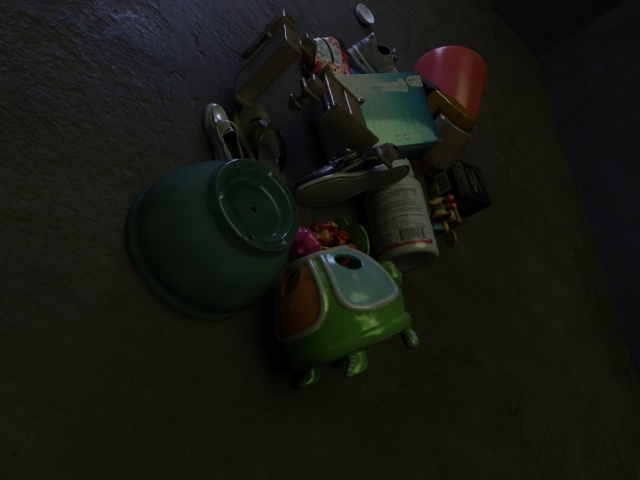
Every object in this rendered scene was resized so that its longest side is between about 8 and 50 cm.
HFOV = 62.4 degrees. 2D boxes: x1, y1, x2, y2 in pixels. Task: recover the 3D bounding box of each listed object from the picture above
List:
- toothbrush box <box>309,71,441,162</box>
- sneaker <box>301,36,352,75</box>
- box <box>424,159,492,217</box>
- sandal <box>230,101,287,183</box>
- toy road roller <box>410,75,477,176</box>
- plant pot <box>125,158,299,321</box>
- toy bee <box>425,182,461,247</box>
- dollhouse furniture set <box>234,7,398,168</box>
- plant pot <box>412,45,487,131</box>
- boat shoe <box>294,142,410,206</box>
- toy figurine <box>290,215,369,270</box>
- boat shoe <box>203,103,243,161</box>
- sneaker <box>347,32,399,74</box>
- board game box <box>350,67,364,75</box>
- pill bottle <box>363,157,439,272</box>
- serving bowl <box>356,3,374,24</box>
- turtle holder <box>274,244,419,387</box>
[{"bbox_3d":[0.145,-0.325,1.423,0.296,0.126,0.216,-11,78,-25],"label":"toothbrush box"},{"bbox_3d":[0.034,-0.459,1.521,0.145,0.090,0.270,-15,83,-40],"label":"sneaker"},{"bbox_3d":[0.464,-0.176,1.782,0.207,0.108,0.153,10,59,-44],"label":"box"},{"bbox_3d":[-0.116,-0.202,1.183,0.120,0.086,0.302,9,53,-45],"label":"sandal"},{"bbox_3d":[0.375,-0.340,1.631,0.241,0.202,0.329,13,34,-33],"label":"toy road roller"},{"bbox_3d":[-0.163,-0.025,0.940,0.293,0.196,0.293,27,48,-35],"label":"plant pot"},{"bbox_3d":[0.346,-0.069,1.546,0.298,0.162,0.195,-28,90,-51],"label":"toy bee"},{"bbox_3d":[-0.015,-0.320,1.260,0.356,0.174,0.303,35,29,-32],"label":"dollhouse furniture set"},{"bbox_3d":[0.449,-0.500,1.872,0.275,0.275,0.243,28,59,-33],"label":"plant pot"},{"bbox_3d":[0.068,-0.164,1.290,0.303,0.114,0.091,-14,61,-21],"label":"boat shoe"},{"bbox_3d":[0.000,0.000,1.184,0.159,0.130,0.173,10,37,-33],"label":"toy figurine"},{"bbox_3d":[-0.202,-0.220,1.126,0.066,0.063,0.184,10,60,-43],"label":"boat shoe"},{"bbox_3d":[0.216,-0.574,1.739,0.281,0.115,0.105,18,41,-48],"label":"sneaker"},{"bbox_3d":[0.119,-0.475,1.654,0.169,0.033,0.133,-11,70,-53],"label":"board game box"},{"bbox_3d":[0.201,-0.070,1.388,0.160,0.160,0.283,15,57,-42],"label":"pill bottle"},{"bbox_3d":[0.157,-0.818,1.924,0.083,0.027,0.083,27,48,-34],"label":"serving bowl"},{"bbox_3d":[0.062,0.124,1.025,0.320,0.243,0.227,-19,81,-19],"label":"turtle holder"}]
